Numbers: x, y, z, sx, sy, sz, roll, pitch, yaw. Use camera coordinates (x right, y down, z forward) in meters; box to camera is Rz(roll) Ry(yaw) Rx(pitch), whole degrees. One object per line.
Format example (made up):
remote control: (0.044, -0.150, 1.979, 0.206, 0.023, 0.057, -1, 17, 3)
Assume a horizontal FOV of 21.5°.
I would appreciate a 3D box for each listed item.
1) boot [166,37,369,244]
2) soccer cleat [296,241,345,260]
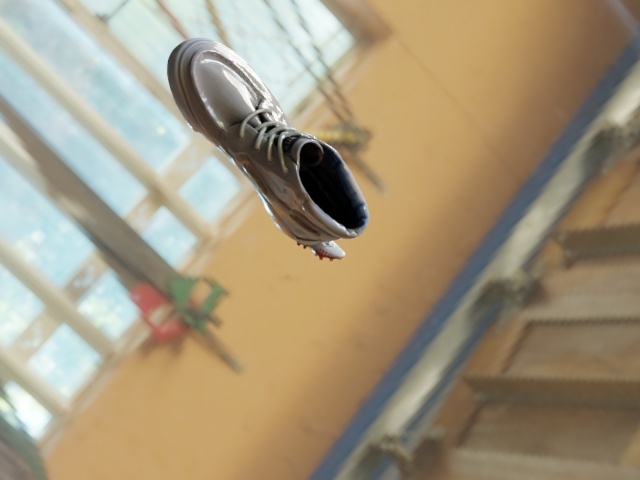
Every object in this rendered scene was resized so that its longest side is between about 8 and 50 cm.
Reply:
boot: (-0.044, -0.105, 1.716, 0.095, 0.258, 0.123, -47, -161, -21)
soccer cleat: (0.000, 0.000, 2.059, 0.029, 0.035, 0.083, -8, -156, -38)
